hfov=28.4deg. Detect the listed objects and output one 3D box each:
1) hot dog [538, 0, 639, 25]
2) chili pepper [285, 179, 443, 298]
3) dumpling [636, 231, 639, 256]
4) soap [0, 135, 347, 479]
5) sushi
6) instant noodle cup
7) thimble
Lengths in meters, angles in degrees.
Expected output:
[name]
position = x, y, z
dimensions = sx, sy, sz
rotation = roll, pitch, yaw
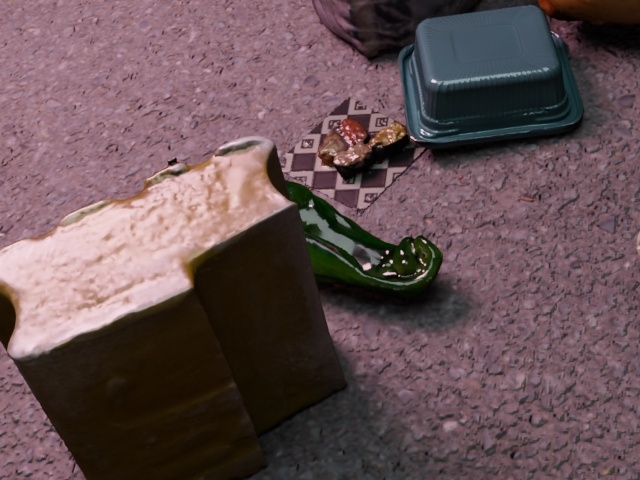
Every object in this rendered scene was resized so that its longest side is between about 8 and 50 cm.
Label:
[hot dog]
position = 0.342, -0.274, 1.299
dimensions = 0.326, 0.107, 0.194
rotation = 8, 34, 13
[chili pepper]
position = 0.002, -0.005, 1.208
dimensions = 0.257, 0.074, 0.100
rotation = 27, 59, 27
[dumpling]
position = 0.369, 0.031, 1.055
dimensions = 0.181, 0.111, 0.155
rotation = -13, 76, 36
[soap]
position = -0.113, 0.078, 1.029
dimensions = 0.259, 0.281, 0.143
rotation = -29, 52, -9
[sushi]
position = 0.031, -0.098, 1.301
dimensions = 0.126, 0.026, 0.120
rotation = 30, 65, 34
[instant noodle cup]
position = 0.169, -0.176, 1.290
dimensions = 0.179, 0.070, 0.157
rotation = -8, 48, 3
[thimble]
position = 0.075, -0.339, 1.403
dimensions = 0.217, 0.157, 0.246
rotation = -2, 51, 15
